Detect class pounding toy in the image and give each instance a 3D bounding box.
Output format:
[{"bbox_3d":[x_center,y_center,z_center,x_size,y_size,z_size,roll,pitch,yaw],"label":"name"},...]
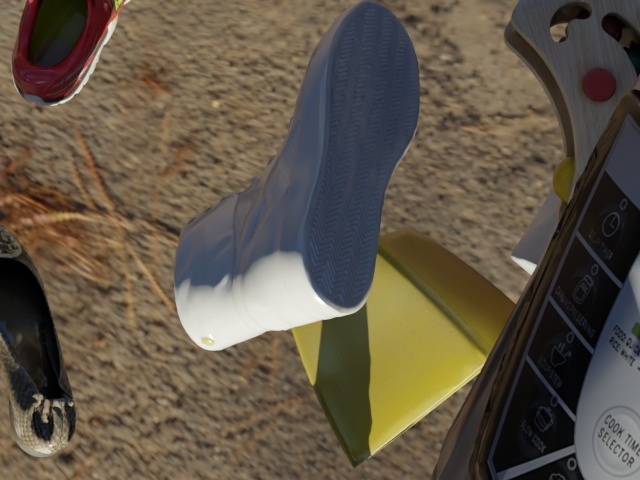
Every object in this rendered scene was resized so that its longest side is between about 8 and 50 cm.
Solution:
[{"bbox_3d":[0.234,-0.148,1.260,0.154,0.155,0.269,4,84,2],"label":"pounding toy"}]

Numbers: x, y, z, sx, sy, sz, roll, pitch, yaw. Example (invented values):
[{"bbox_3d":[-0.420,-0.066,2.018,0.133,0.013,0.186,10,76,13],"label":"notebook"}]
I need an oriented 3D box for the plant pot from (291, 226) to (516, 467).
[{"bbox_3d":[0.089,0.104,1.736,0.212,0.212,0.187,-42,81,20],"label":"plant pot"}]

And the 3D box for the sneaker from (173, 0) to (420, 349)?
[{"bbox_3d":[-0.027,-0.051,1.146,0.108,0.169,0.292,42,46,-28],"label":"sneaker"}]

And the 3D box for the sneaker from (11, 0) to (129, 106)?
[{"bbox_3d":[-0.234,-0.267,1.533,0.107,0.118,0.279,19,85,-3],"label":"sneaker"}]

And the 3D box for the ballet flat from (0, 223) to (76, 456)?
[{"bbox_3d":[-0.280,0.083,1.429,0.084,0.058,0.250,-1,59,-35],"label":"ballet flat"}]

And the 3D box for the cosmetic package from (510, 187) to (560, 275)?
[{"bbox_3d":[0.393,-0.084,1.495,0.097,0.284,0.377,36,86,-29],"label":"cosmetic package"}]

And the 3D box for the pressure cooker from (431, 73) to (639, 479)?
[{"bbox_3d":[0.278,0.041,0.668,0.370,0.375,0.420,25,114,-2],"label":"pressure cooker"}]
